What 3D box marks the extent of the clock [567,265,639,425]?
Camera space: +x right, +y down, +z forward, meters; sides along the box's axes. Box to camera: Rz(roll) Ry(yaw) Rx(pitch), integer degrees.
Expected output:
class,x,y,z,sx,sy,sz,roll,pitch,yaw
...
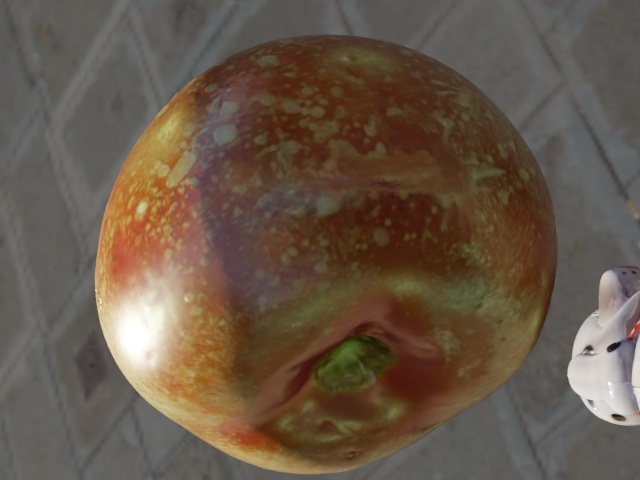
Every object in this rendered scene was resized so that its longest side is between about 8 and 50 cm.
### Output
class,x,y,z,sx,sy,sz,roll,pitch,yaw
clock,0.329,0.113,1.256,0.254,0.189,0.189,6,90,63

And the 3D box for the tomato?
class,x,y,z,sx,sy,sz,roll,pitch,yaw
tomato,0.000,0.000,0.809,0.270,0.270,0.222,-50,39,38
